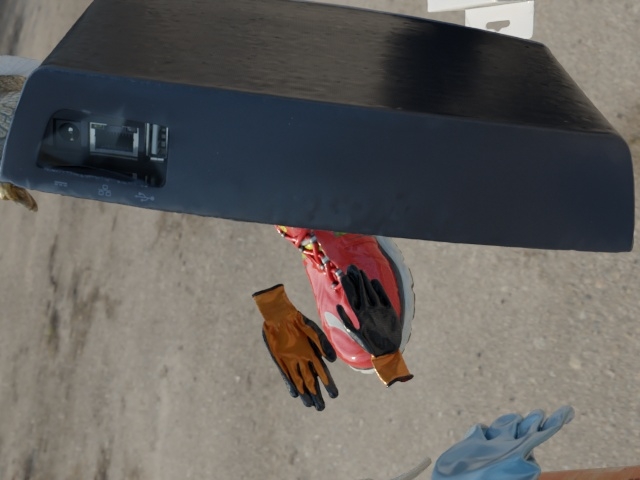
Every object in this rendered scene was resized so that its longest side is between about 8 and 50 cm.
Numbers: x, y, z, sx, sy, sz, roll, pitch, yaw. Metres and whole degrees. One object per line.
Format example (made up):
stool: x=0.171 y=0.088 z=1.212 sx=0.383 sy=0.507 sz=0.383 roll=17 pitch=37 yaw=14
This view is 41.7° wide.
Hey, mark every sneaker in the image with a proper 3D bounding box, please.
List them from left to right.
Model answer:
sneaker: x=0.000 y=0.000 z=0.808 sx=0.107 sy=0.118 sz=0.279 roll=-38 pitch=53 yaw=29

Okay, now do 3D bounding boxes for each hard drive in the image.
hard drive: x=0.003 y=-0.064 z=0.387 sx=0.172 sy=0.254 sz=0.054 roll=-91 pitch=9 yaw=-60

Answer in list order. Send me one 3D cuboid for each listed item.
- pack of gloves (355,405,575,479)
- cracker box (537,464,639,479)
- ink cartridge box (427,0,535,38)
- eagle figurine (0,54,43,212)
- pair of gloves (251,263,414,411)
pack of gloves: x=0.032 y=0.136 z=0.461 sx=0.195 sy=0.232 sz=0.046 roll=-31 pitch=83 yaw=25
cracker box: x=0.274 y=0.302 z=0.692 sx=0.155 sy=0.067 sz=0.232 roll=-23 pitch=98 yaw=47
ink cartridge box: x=0.181 y=-0.327 z=0.960 sx=0.115 sy=0.067 sz=0.198 roll=11 pitch=109 yaw=54
eagle figurine: x=-0.332 y=-0.114 z=0.785 sx=0.298 sy=0.226 sz=0.225 roll=126 pitch=124 yaw=-69
pair of gloves: x=0.009 y=0.051 z=0.463 sx=0.074 sy=0.083 sz=0.010 roll=66 pitch=149 yaw=19
